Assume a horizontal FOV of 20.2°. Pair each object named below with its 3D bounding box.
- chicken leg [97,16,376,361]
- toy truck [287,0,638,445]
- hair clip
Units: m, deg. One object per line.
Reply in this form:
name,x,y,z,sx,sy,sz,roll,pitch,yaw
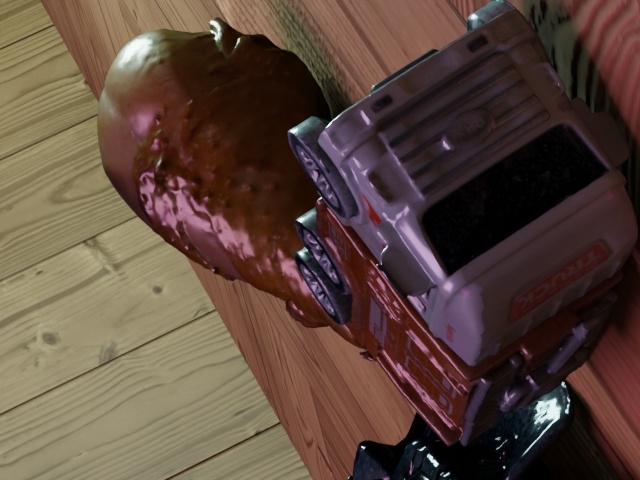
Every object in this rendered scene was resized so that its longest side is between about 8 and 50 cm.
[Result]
chicken leg,0.000,0.000,1.423,0.409,0.182,0.295,37,166,34
toy truck,0.080,0.008,0.972,0.162,0.136,0.305,54,171,14
hair clip,0.121,0.208,1.199,0.206,0.194,0.310,55,173,-27
